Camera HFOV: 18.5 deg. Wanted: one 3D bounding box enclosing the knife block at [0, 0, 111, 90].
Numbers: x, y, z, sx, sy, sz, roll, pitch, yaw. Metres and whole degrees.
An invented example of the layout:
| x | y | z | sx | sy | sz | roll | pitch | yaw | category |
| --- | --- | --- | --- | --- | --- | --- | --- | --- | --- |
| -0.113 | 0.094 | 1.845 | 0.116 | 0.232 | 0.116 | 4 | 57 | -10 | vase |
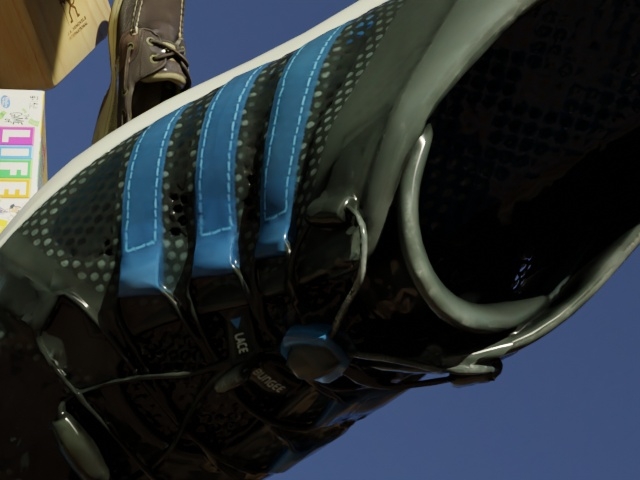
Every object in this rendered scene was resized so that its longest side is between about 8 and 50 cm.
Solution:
| x | y | z | sx | sy | sz | roll | pitch | yaw | category |
| --- | --- | --- | --- | --- | --- | --- | --- | --- | --- |
| -0.234 | -0.210 | 1.194 | 0.275 | 0.088 | 0.242 | -3 | -60 | 28 | knife block |

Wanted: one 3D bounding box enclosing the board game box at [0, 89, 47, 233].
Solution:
| x | y | z | sx | sy | sz | roll | pitch | yaw | category |
| --- | --- | --- | --- | --- | --- | --- | --- | --- | --- |
| -0.159 | 0.011 | 1.036 | 0.154 | 0.026 | 0.103 | 97 | -8 | -50 | board game box |

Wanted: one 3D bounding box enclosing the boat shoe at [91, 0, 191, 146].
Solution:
| x | y | z | sx | sy | sz | roll | pitch | yaw | category |
| --- | --- | --- | --- | --- | --- | --- | --- | --- | --- |
| -0.103 | -0.104 | 1.224 | 0.049 | 0.056 | 0.152 | 15 | -82 | 46 | boat shoe |

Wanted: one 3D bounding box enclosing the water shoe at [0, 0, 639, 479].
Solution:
| x | y | z | sx | sy | sz | roll | pitch | yaw | category |
| --- | --- | --- | --- | --- | --- | --- | --- | --- | --- |
| 0.000 | 0.000 | 0.364 | 0.203 | 0.080 | 0.073 | -39 | -75 | 7 | water shoe |
